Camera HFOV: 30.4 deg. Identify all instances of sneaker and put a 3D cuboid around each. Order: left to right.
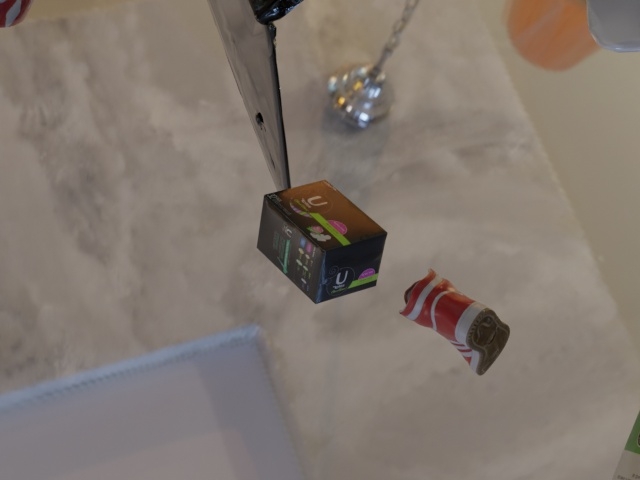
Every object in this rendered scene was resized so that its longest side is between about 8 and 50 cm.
[{"bbox_3d":[0.098,0.059,0.862,0.067,0.118,0.042,31,-100,24],"label":"sneaker"}]

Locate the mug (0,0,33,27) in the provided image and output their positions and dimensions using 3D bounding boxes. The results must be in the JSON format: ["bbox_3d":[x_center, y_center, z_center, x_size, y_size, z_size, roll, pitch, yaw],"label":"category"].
[{"bbox_3d":[-0.167,-0.195,0.557,0.113,0.169,0.150,35,-154,12],"label":"mug"}]

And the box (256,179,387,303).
[{"bbox_3d":[0.000,0.000,0.904,0.062,0.052,0.083,-16,-139,-34],"label":"box"}]

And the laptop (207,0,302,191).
[{"bbox_3d":[0.006,-0.297,0.960,0.236,0.408,0.382,25,-144,-50],"label":"laptop"}]

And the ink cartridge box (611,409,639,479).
[{"bbox_3d":[0.259,0.229,0.846,0.086,0.153,0.209,24,-95,-6],"label":"ink cartridge box"}]

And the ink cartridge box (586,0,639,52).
[{"bbox_3d":[0.200,-0.247,0.411,0.207,0.119,0.354,3,-105,8],"label":"ink cartridge box"}]
